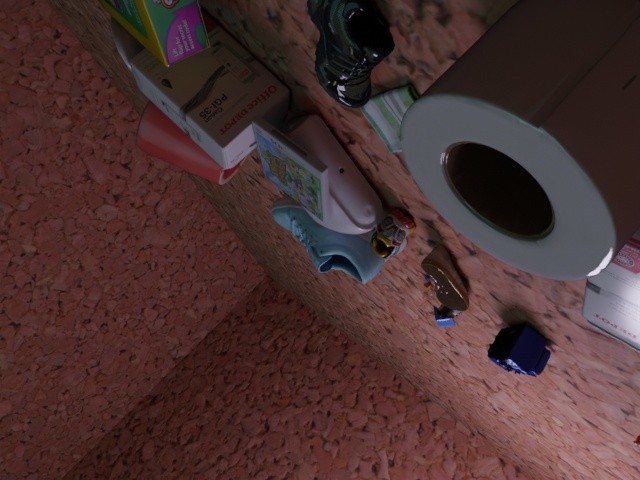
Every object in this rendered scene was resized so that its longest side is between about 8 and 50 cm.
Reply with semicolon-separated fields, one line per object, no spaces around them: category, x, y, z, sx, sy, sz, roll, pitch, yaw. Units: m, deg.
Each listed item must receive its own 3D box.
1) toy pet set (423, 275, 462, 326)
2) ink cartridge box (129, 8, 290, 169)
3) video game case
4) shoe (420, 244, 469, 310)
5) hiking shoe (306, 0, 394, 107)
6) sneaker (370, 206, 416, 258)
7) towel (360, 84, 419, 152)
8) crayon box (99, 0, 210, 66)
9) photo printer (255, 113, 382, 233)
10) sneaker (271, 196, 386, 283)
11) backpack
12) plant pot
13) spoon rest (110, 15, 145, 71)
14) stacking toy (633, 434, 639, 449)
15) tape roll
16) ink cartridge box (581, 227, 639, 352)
toy pet set;0.306;0.168;1.329;0.122;0.065;0.114;34;163;39
ink cartridge box;-0.233;-0.330;1.134;0.283;0.207;0.117;43;165;6
video game case;-0.059;-0.146;1.105;0.193;0.023;0.212;39;162;18
shoe;0.293;0.091;1.179;0.077;0.058;0.219;6;148;37
hiking shoe;0.050;-0.267;0.743;0.114;0.086;0.227;40;165;32
sneaker;0.151;-0.002;1.223;0.088;0.093;0.225;42;167;13
towel;0.131;-0.195;0.857;0.113;0.023;0.152;48;166;-18
crayon box;-0.351;-0.539;0.899;0.313;0.106;0.363;43;158;31
photo printer;0.001;-0.141;1.218;0.307;0.107;0.256;51;165;-22
sneaker;0.000;0.000;1.402;0.366;0.150;0.135;23;149;22
backpack;0.428;0.246;1.132;0.101;0.098;0.120;41;166;-1
plant pot;-0.322;-0.298;1.429;0.243;0.275;0.275;34;167;-1
spoon rest;-0.421;-0.476;1.189;0.276;0.084;0.137;-90;-16;-47
stacking toy;0.636;0.389;0.890;0.175;0.165;0.302;1;178;6
tape roll;0.228;-0.102;0.533;0.246;0.169;0.246;42;166;13
ink cartridge box;0.414;0.055;0.617;0.159;0.092;0.218;35;161;37
